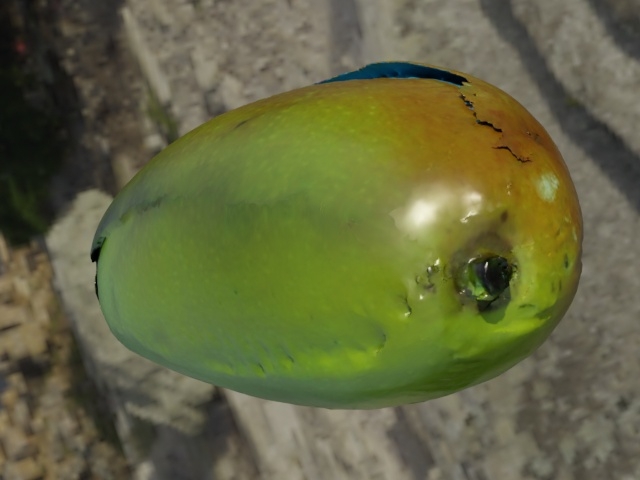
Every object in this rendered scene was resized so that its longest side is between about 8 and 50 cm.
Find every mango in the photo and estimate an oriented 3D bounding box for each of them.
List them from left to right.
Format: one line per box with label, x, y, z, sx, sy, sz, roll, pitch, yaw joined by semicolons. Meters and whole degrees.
mango;0.000;0.000;0.584;0.233;0.125;0.111;-7;98;58
